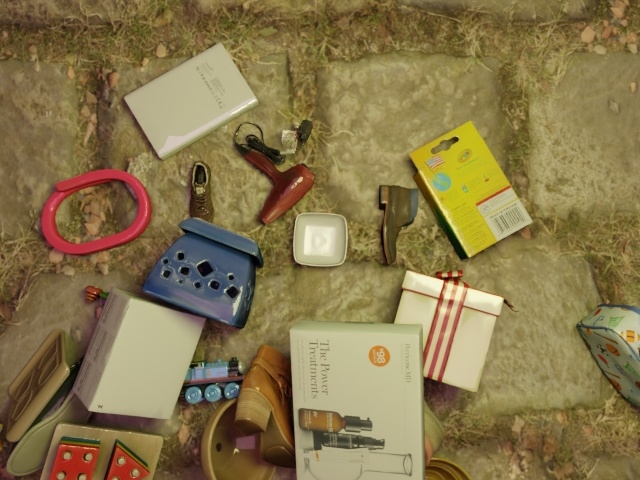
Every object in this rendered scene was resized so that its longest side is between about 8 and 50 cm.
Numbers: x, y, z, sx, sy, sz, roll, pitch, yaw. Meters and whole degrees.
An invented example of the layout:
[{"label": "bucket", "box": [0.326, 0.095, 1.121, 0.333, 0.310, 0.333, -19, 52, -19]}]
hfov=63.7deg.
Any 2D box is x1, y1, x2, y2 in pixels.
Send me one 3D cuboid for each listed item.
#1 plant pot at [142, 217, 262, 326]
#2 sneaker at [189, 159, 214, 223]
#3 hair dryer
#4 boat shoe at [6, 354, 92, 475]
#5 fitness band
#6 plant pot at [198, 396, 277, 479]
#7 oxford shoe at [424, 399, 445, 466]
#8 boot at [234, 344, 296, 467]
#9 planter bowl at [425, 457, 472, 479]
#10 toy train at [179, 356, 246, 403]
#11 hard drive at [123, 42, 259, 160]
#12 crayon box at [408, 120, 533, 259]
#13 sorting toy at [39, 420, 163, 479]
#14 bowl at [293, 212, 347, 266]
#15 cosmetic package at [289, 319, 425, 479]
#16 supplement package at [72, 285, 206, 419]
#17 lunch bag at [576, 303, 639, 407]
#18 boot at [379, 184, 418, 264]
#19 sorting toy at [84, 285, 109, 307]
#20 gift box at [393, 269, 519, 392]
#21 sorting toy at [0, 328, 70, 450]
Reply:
[{"label": "plant pot", "box": [-0.267, 0.080, 1.279, 0.236, 0.236, 0.212, 21, 78, 2]}, {"label": "sneaker", "box": [-0.325, -0.121, 1.376, 0.066, 0.071, 0.188, -5, 83, -1]}, {"label": "hair dryer", "box": [-0.123, -0.183, 1.400, 0.224, 0.080, 0.293, -1, 78, 15]}, {"label": "boat shoe", "box": [-0.659, 0.423, 1.296, 0.113, 0.127, 0.340, 32, 85, 43]}, {"label": "fitness band", "box": [-0.601, -0.076, 1.381, 0.291, 0.054, 0.208, -17, 87, -2]}, {"label": "plant pot", "box": [-0.217, 0.506, 1.262, 0.110, 0.237, 0.237, -15, 82, 36]}, {"label": "oxford shoe", "box": [0.154, 0.381, 1.315, 0.397, 0.147, 0.140, 52, 129, 15]}, {"label": "boot", "box": [-0.106, 0.418, 1.285, 0.109, 0.220, 0.283, -22, 122, 26]}, {"label": "planter bowl", "box": [0.276, 0.643, 1.287, 0.217, 0.090, 0.217, 0, 83, -1]}, {"label": "toy train", "box": [-0.272, 0.358, 1.321, 0.184, 0.080, 0.105, -6, 78, -1]}, {"label": "hard drive", "box": [-0.355, -0.385, 1.421, 0.308, 0.040, 0.203, -32, 85, -4]}, {"label": "crayon box", "box": [0.393, -0.134, 1.381, 0.202, 0.081, 0.318, -28, 85, -4]}, {"label": "sorting toy", "box": [-0.537, 0.592, 1.238, 0.256, 0.089, 0.256, 17, 83, -22]}, {"label": "bowl", "box": [0.000, 0.000, 1.376, 0.142, 0.053, 0.142, 3, 83, 0]}, {"label": "cosmetic package", "box": [0.085, 0.372, 1.143, 0.285, 0.097, 0.376, -1, 97, 14]}, {"label": "supplement package", "box": [-0.435, 0.273, 1.248, 0.204, 0.145, 0.261, 24, 82, -39]}, {"label": "lunch bag", "box": [0.787, 0.298, 1.255, 0.115, 0.243, 0.303, -37, 84, -4]}, {"label": "boot", "box": [0.214, -0.045, 1.369, 0.106, 0.082, 0.219, -2, 82, 2]}, {"label": "sorting toy", "box": [-0.575, 0.154, 1.348, 0.102, 0.061, 0.042, 20, 84, 25]}, {"label": "gift box", "box": [0.314, 0.205, 1.261, 0.277, 0.255, 0.258, 15, 85, 7]}, {"label": "sorting toy", "box": [-0.719, 0.389, 1.265, 0.041, 0.229, 0.307, 40, 83, -34]}]
